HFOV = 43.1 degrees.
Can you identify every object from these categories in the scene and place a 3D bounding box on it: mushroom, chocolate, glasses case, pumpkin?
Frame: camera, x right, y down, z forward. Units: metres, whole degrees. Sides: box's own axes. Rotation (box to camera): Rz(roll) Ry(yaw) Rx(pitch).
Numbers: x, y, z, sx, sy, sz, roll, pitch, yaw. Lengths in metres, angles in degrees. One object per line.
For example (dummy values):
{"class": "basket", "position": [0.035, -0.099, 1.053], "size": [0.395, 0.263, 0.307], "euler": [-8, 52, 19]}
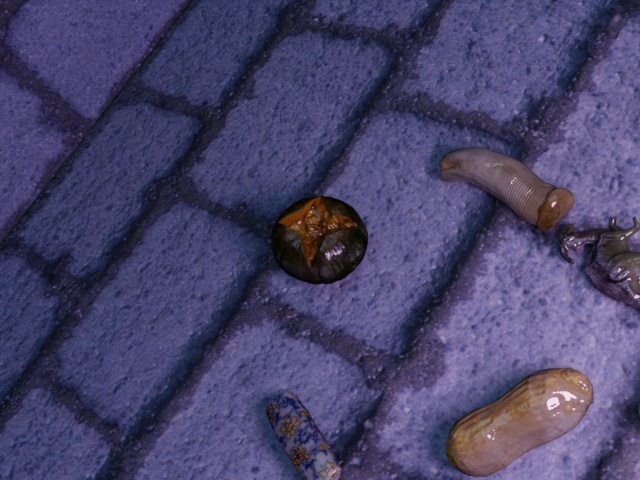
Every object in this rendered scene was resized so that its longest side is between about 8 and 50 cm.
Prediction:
{"class": "mushroom", "position": [0.421, -0.134, 1.871], "size": [0.351, 0.095, 0.123], "euler": [32, 96, 42]}
{"class": "chocolate", "position": [0.378, 0.345, 1.551], "size": [0.309, 0.134, 0.134], "euler": [-34, 49, 11]}
{"class": "glasses case", "position": [-0.040, 0.435, 1.769], "size": [0.087, 0.065, 0.248], "euler": [-38, 49, 1]}
{"class": "pumpkin", "position": [-0.001, 0.001, 1.977], "size": [0.238, 0.159, 0.238], "euler": [-2, 52, 3]}

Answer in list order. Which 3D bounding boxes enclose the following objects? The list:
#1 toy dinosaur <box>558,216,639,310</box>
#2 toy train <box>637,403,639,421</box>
{"class": "toy dinosaur", "position": [0.615, 0.037, 1.658], "size": [0.162, 0.077, 0.294], "euler": [-41, 34, 5]}
{"class": "toy train", "position": [0.720, 0.282, 1.420], "size": [0.307, 0.126, 0.189], "euler": [-7, 25, 27]}
